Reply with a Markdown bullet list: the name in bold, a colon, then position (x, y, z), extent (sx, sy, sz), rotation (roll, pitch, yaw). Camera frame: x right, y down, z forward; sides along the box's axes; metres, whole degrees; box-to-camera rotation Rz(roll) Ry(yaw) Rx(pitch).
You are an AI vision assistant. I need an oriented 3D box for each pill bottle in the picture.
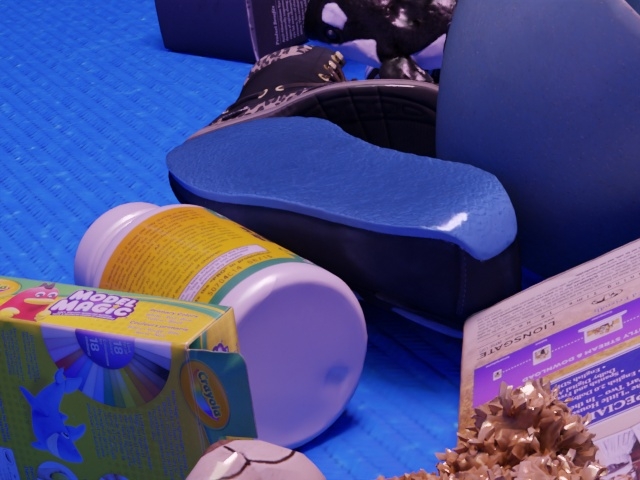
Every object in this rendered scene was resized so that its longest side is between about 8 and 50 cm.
- **pill bottle**: position (-0.073, 0.044, 0.953), extent (0.117, 0.117, 0.208), rotation (-22, 27, -28)

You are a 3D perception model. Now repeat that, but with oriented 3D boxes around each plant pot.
- **plant pot**: position (0.192, -0.084, 1.016), extent (0.290, 0.195, 0.290), rotation (31, 28, -19)

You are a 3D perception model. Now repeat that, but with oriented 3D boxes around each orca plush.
- **orca plush**: position (0.119, -0.199, 1.290), extent (0.287, 0.102, 0.151), rotation (22, 55, 25)

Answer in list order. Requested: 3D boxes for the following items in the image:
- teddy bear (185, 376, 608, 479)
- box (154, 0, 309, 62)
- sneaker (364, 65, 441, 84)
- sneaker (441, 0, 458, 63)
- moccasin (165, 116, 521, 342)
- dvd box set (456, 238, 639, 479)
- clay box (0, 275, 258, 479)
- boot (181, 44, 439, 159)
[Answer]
- **teddy bear**: position (0.032, 0.137, 0.594), extent (0.245, 0.113, 0.338), rotation (-37, 17, -14)
- **box**: position (-0.064, -0.287, 1.693), extent (0.153, 0.108, 0.207), rotation (15, 33, 41)
- **sneaker**: position (0.118, -0.160, 1.412), extent (0.170, 0.074, 0.063), rotation (-18, -10, 30)
- **sneaker**: position (0.192, -0.132, 1.185), extent (0.227, 0.130, 0.087), rotation (4, 27, -29)
- **moccasin**: position (0.000, 0.000, 1.037), extent (0.138, 0.117, 0.342), rotation (-29, 28, -23)
- **dvd box set**: position (0.206, 0.096, 0.693), extent (0.308, 0.062, 0.420), rotation (-26, 19, 17)
- **clay box**: position (-0.119, 0.093, 0.846), extent (0.222, 0.127, 0.053), rotation (6, 27, 27)
- **boot**: position (0.012, -0.114, 1.233), extent (0.236, 0.085, 0.178), rotation (-11, 26, 22)
